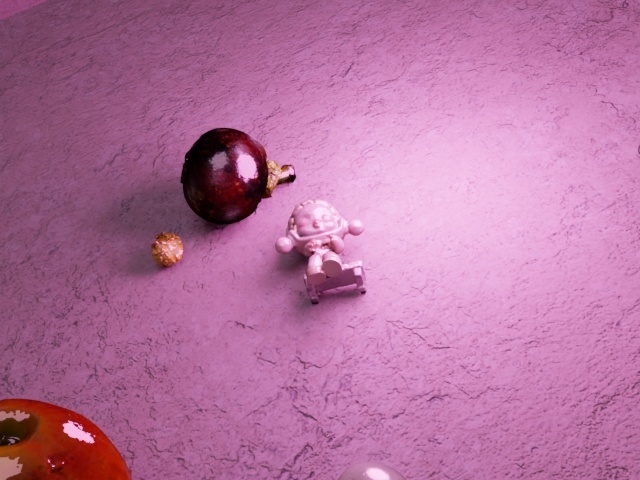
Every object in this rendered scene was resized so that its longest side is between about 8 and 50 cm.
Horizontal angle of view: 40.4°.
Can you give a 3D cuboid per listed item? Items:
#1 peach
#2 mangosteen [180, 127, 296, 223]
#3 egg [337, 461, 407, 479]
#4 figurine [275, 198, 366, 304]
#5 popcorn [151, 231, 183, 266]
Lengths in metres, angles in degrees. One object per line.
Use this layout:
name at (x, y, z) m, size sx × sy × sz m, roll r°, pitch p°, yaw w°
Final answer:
peach at (-0.500, 0.442, 1.484) m, size 0.372 × 0.373 × 0.290 m, roll -27°, pitch 45°, yaw -10°
mangosteen at (-0.186, -0.151, 2.049) m, size 0.289 × 0.231 × 0.231 m, roll 0°, pitch 43°, yaw -21°
egg at (0.096, 0.461, 1.455) m, size 0.149 × 0.149 × 0.192 m, roll -23°, pitch 51°, yaw -7°
figurine at (0.008, 0.004, 1.907) m, size 0.181 × 0.144 × 0.257 m, roll -28°, pitch 47°, yaw 17°
popcorn at (-0.358, 0.020, 2.015) m, size 0.057 × 0.083 × 0.082 m, roll -9°, pitch 65°, yaw 43°
